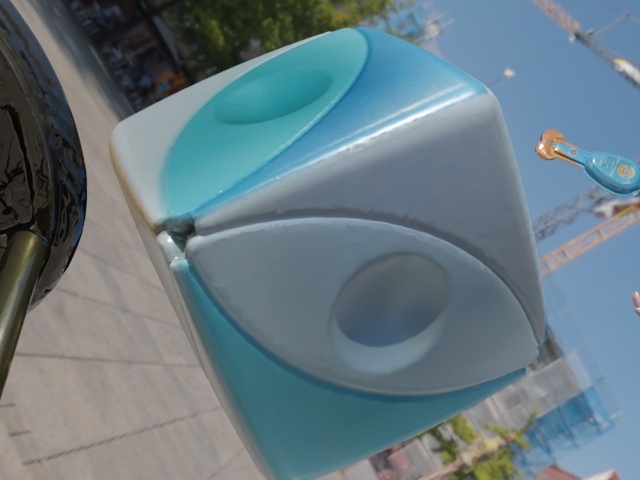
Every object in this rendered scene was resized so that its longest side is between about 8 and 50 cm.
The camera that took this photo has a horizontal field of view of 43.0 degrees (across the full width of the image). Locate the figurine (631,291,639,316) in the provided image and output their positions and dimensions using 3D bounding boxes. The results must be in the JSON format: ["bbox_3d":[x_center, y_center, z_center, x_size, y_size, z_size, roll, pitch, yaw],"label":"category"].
[{"bbox_3d":[0.511,0.178,0.912,0.316,0.206,0.284,26,54,-42],"label":"figurine"}]

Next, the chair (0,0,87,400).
[{"bbox_3d":[-0.320,0.025,0.334,0.410,0.365,0.361,-72,140,-64],"label":"chair"}]

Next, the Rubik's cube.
[{"bbox_3d":[0.000,0.000,0.882,0.347,0.352,0.352,47,-24,57],"label":"Rubik's cube"}]

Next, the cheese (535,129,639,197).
[{"bbox_3d":[0.260,-0.074,0.775,0.111,0.047,0.017,28,-30,13],"label":"cheese"}]
